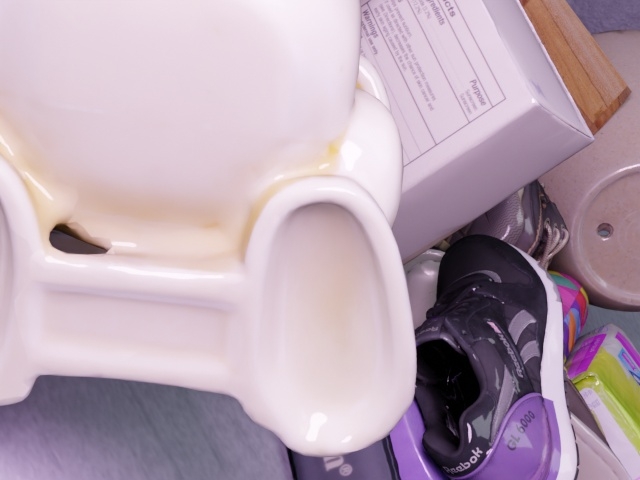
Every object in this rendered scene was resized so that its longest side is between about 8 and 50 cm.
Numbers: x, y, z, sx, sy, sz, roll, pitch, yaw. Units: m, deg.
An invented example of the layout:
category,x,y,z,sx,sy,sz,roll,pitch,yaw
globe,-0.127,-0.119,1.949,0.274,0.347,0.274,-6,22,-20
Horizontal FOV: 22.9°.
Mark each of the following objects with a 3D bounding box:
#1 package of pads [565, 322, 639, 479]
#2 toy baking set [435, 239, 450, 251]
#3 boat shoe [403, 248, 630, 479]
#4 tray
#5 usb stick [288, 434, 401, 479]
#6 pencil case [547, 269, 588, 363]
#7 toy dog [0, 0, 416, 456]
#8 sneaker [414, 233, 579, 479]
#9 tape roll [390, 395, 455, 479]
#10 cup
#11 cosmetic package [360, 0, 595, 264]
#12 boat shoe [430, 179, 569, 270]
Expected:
category,x,y,z,sx,sy,sz,roll,pitch,yaw
package of pads,0.346,0.252,1.695,0.296,0.101,0.229,56,21,0
toy baking set,0.025,-0.060,1.480,0.197,0.030,0.256,37,6,-33
boat shoe,0.171,0.132,1.478,0.324,0.117,0.096,49,10,-14
tray,0.154,-0.266,1.791,0.203,0.076,0.411,44,-3,-38
usb stick,0.009,0.131,1.176,0.045,0.077,0.278,78,-2,-52
pencil case,0.215,0.098,1.643,0.104,0.104,0.236,57,19,-1
toy dog,-0.093,-0.125,0.938,0.408,0.285,0.395,-85,172,-61
sneaker,0.122,0.078,1.239,0.124,0.107,0.283,35,29,-31
tape roll,0.087,0.189,1.254,0.189,0.080,0.189,46,24,-27
cup,0.355,-0.050,1.793,0.331,0.331,0.237,51,16,-15
cosmetic package,0.019,-0.063,1.140,0.113,0.309,0.160,22,40,-57
boat shoe,0.194,-0.021,1.604,0.130,0.132,0.355,36,12,-7
